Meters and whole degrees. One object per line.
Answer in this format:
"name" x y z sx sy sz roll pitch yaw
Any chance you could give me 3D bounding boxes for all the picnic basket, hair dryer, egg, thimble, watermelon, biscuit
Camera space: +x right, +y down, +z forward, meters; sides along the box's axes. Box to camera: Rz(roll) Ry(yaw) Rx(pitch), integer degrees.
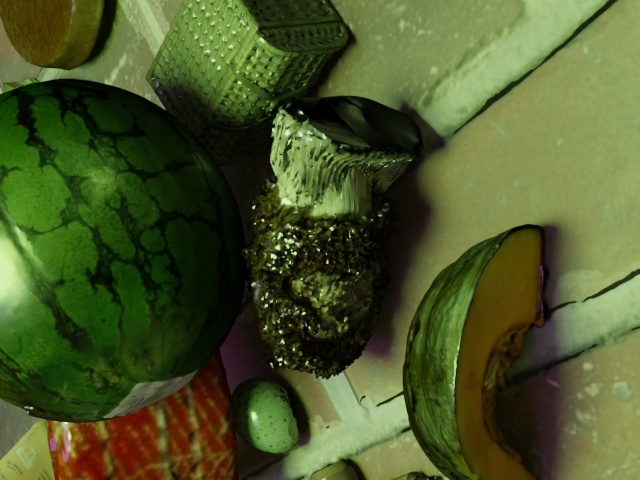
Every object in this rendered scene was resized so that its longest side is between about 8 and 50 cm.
"picnic basket" -0.082 -0.201 0.975 0.154 0.134 0.196 56 135 16
"hair dryer" 0.070 0.306 1.028 0.181 0.064 0.117 -37 73 38
"egg" -0.072 0.231 1.128 0.110 0.085 0.085 40 128 22
"thimble" -0.255 0.227 1.150 0.350 0.230 0.350 170 90 -68
"watermelon" -0.249 0.005 0.901 0.363 0.363 0.363 16 113 43
"biscuit" -0.426 -0.464 1.306 0.350 0.070 0.394 20 115 44

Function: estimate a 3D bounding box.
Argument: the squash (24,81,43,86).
"squash" -0.336 -0.154 1.282 0.378 0.101 0.101 34 124 32

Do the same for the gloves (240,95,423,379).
"gloves" 0.007 0.002 0.907 0.135 0.210 0.312 23 112 23

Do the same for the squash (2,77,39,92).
"squash" -0.492 -0.151 1.463 0.083 0.083 0.250 1 100 46

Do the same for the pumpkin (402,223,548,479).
"pumpkin" 0.123 0.138 0.830 0.148 0.169 0.312 6 106 43

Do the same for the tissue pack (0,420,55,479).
"tissue pack" -0.449 0.522 1.556 0.305 0.238 0.239 41 128 31
